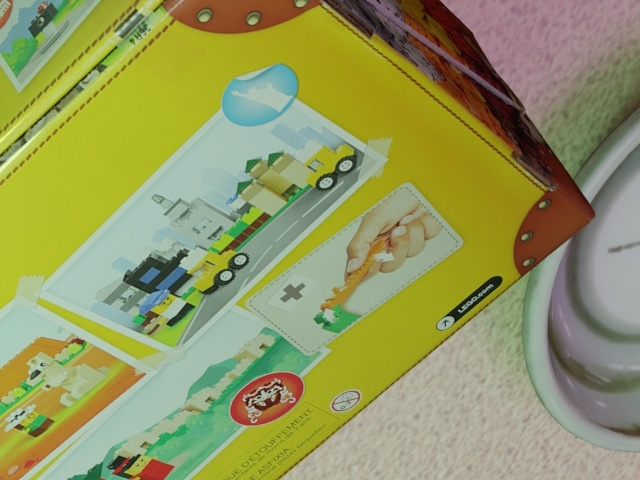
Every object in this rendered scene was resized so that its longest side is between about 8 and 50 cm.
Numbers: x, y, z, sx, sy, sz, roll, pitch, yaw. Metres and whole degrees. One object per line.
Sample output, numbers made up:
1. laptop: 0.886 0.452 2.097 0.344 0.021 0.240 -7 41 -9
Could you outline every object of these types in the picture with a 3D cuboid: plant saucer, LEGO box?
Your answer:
1. plant saucer: 0.330 0.000 1.495 0.400 0.100 0.401 -16 125 -24
2. LEGO box: -0.144 0.012 1.006 0.500 0.193 0.372 -41 140 14
